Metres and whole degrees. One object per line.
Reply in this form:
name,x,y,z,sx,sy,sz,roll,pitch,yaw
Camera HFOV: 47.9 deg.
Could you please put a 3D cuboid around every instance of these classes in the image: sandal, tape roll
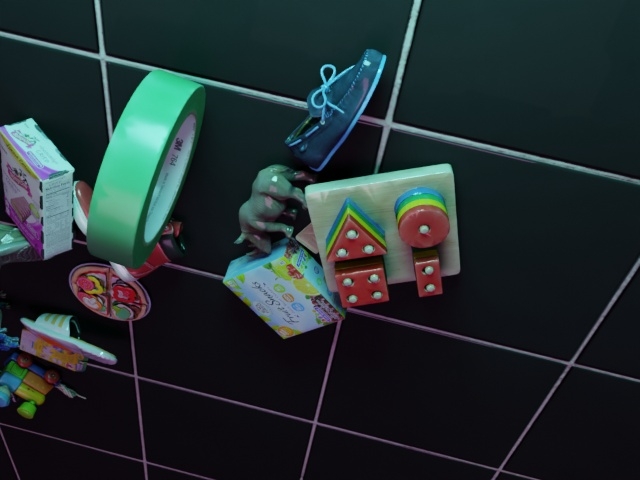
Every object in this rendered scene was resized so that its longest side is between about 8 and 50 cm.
sandal,-0.614,0.233,1.799,0.265,0.076,0.102,20,154,7
tape roll,-0.279,-0.113,1.177,0.077,0.321,0.321,19,136,-3

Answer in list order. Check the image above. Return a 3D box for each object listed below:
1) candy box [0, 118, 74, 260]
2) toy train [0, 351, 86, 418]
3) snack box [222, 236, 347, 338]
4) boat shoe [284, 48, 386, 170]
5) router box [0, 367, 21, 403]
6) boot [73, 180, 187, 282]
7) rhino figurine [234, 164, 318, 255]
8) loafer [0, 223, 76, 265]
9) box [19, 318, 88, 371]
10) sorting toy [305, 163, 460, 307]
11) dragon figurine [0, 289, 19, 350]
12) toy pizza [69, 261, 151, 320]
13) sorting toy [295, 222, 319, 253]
candy box,-0.551,-0.095,1.404,0.159,0.071,0.233,45,140,22
toy train,-0.781,0.432,1.997,0.248,0.143,0.105,39,132,-21
snack box,-0.070,0.103,1.511,0.175,0.070,0.207,-22,123,33
boat shoe,0.013,-0.206,1.154,0.089,0.109,0.258,29,133,-8
router box,-0.929,0.420,2.105,0.092,0.038,0.122,13,136,5
boot,-0.382,-0.043,1.462,0.176,0.088,0.244,-24,117,18
rhino figurine,-0.098,-0.050,1.362,0.106,0.073,0.243,20,134,-13
loafer,-0.639,-0.004,1.503,0.251,0.087,0.094,-14,160,-33
box,-0.693,0.280,1.893,0.179,0.043,0.105,26,135,-6
sorting toy,0.121,0.006,1.301,0.257,0.089,0.255,-8,132,6
dragon figurine,-0.870,0.188,1.780,0.289,0.144,0.085,12,135,5
toy pizza,-0.497,0.129,1.691,0.202,0.032,0.201,8,136,8
sorting toy,0.000,0.000,1.428,0.083,0.012,0.062,37,128,-15
